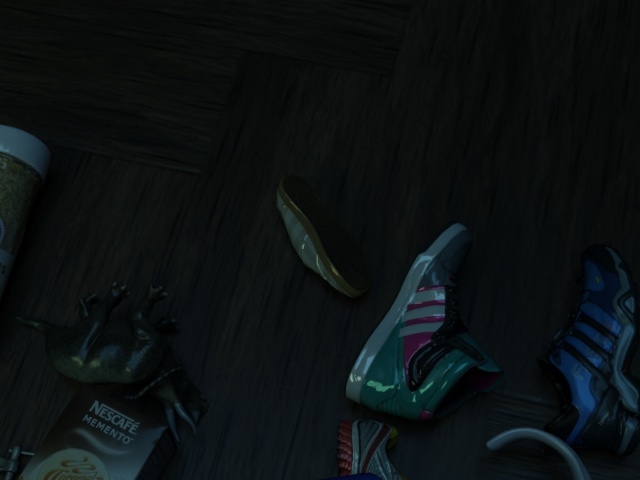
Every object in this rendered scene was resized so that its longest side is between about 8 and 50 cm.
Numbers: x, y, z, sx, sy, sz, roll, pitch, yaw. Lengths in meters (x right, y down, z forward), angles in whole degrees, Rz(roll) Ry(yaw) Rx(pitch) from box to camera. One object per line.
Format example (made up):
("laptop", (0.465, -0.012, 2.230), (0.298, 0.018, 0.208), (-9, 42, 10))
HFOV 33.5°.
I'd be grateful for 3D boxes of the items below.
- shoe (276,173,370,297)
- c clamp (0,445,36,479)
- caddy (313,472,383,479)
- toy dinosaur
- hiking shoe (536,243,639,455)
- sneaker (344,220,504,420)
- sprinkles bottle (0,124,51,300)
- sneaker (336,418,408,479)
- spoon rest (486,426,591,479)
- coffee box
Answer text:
("shoe", (0.000, 0.000, 1.572), (0.077, 0.058, 0.219), (-14, 62, -40))
("c clamp", (-0.443, 0.345, 1.418), (0.137, 0.022, 0.160), (12, 63, 8))
("caddy", (-0.018, 0.406, 1.207), (0.179, 0.341, 0.241), (-8, 60, -22))
("toy dinosaur", (-0.293, 0.143, 1.467), (0.314, 0.121, 0.160), (16, 50, 6))
("hiking shoe", (0.362, 0.138, 1.445), (0.132, 0.113, 0.304), (2, 62, 3))
("sneaker", (0.179, 0.125, 1.452), (0.178, 0.124, 0.295), (26, 74, 20))
("sprinkles bottle", (-0.499, 0.007, 1.545), (0.121, 0.121, 0.355), (8, 63, 7))
("sneaker", (0.072, 0.335, 1.367), (0.093, 0.088, 0.225), (-3, 62, -1))
("spoon rest", (0.326, 0.340, 1.331), (0.084, 0.137, 0.276), (-43, 67, 9))
("coffee box", (-0.312, 0.329, 1.378), (0.141, 0.098, 0.246), (24, 66, 14))
